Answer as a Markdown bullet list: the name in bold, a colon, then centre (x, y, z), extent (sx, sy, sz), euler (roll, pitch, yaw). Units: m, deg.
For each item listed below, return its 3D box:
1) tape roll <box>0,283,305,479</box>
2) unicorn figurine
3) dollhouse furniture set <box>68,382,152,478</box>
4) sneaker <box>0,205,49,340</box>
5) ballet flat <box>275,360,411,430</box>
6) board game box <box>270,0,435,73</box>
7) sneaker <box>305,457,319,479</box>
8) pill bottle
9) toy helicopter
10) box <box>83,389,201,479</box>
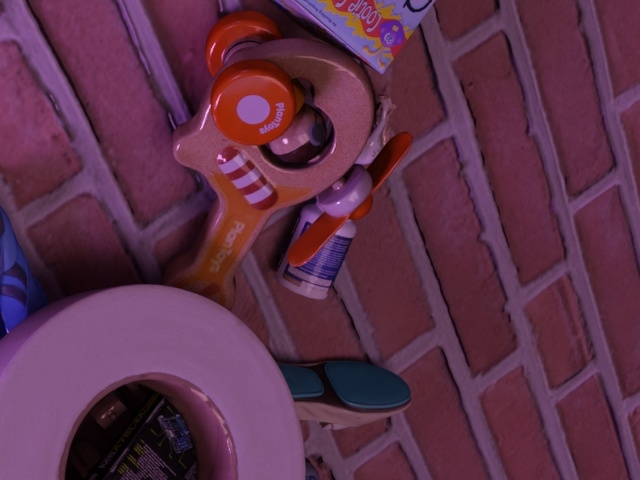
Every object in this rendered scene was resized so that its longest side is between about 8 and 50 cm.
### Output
- **tape roll**: centre (-0.186, 0.238, 1.431), extent (0.392, 0.072, 0.392), euler (5, 82, -39)
- **unicorn figurine**: centre (0.020, -0.108, 1.562), extent (0.162, 0.060, 0.111), euler (-1, 109, -30)
- **dollhouse furniture set**: centre (-0.185, 0.229, 1.562), extent (0.151, 0.123, 0.144), euler (-41, 129, -8)
- **sneaker**: centre (-0.314, 0.048, 1.432), extent (0.082, 0.069, 0.209), euler (-33, 126, -50)
- **ballet flat**: centre (-0.006, 0.187, 1.696), extent (0.248, 0.086, 0.086), euler (11, 107, -35)
- **board game box**: centre (0.063, -0.332, 1.420), extent (0.142, 0.144, 0.275), euler (34, 92, -39)
- **sneaker**: centre (-0.038, 0.390, 1.739), extent (0.104, 0.125, 0.262), euler (0, 114, -33)
- **pill bottle**: centre (0.000, 0.000, 1.600), extent (0.067, 0.067, 0.120), euler (14, 106, -37)
- **toy helicopter**: centre (-0.056, -0.047, 1.492), extent (0.235, 0.140, 0.355), euler (20, 119, -20)
- **box**: centre (-0.149, 0.271, 1.532), extent (0.191, 0.045, 0.184), euler (50, 53, -23)
